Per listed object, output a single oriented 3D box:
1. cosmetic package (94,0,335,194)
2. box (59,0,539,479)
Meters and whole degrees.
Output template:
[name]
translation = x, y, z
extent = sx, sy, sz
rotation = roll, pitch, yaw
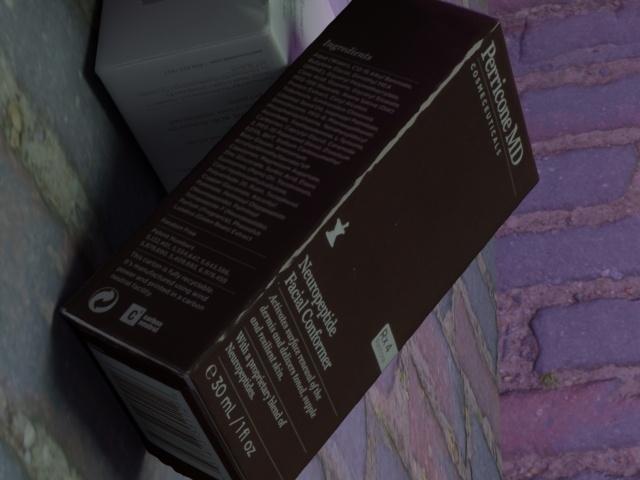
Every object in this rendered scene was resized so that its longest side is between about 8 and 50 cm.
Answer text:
[cosmetic package]
translation = -0.053, -0.112, 1.416
extent = 0.385, 0.156, 0.217
rotation = 61, 22, -50
[box]
translation = 0.000, 0.000, 1.220
extent = 0.381, 0.143, 0.191
rotation = -51, 142, -24
